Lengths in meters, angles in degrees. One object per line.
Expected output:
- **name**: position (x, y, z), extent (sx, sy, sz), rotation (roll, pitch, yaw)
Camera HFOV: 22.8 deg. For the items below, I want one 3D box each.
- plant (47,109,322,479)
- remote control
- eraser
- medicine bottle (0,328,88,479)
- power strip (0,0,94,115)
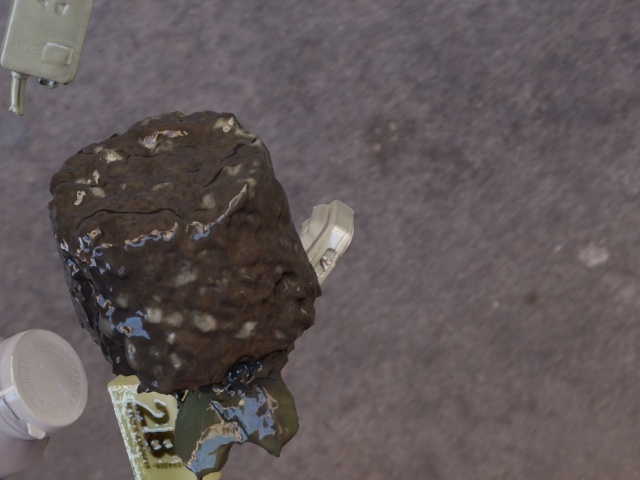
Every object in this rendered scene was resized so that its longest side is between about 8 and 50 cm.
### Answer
- **plant**: position (-0.112, 0.054, 1.465), extent (0.215, 0.213, 0.312), rotation (41, 156, 52)
- **remote control**: position (0.001, 0.001, 1.872), extent (0.049, 0.230, 0.090), rotation (36, 99, -5)
- **eraser**: position (-0.213, 0.261, 2.160), extent (0.117, 0.058, 0.172), rotation (-7, 106, 30)
- **medicine bottle**: position (-0.315, 0.156, 1.436), extent (0.215, 0.135, 0.135), rotation (-24, 97, 34)
- **power strip**: position (-0.314, -0.282, 1.861), extent (0.093, 0.053, 0.288), rotation (12, 101, -16)
